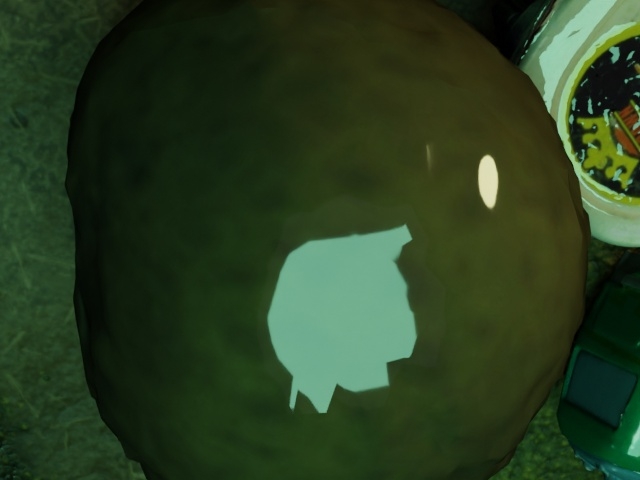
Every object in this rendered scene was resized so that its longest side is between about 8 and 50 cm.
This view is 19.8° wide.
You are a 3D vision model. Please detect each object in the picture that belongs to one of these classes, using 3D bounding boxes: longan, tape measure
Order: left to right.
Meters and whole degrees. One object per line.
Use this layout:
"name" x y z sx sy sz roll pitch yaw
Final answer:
"longan" 0.007 0.005 1.374 0.403 0.404 0.436 1 94 -3
"tape measure" 0.229 -0.137 1.477 0.231 0.133 0.271 -36 111 6

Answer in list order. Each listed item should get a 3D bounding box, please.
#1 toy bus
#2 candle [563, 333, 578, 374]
"toy bus" 0.379 0.166 1.574 0.343 0.183 0.199 28 89 -15
"candle" 0.073 0.067 1.613 0.329 0.048 0.051 12 128 -9
